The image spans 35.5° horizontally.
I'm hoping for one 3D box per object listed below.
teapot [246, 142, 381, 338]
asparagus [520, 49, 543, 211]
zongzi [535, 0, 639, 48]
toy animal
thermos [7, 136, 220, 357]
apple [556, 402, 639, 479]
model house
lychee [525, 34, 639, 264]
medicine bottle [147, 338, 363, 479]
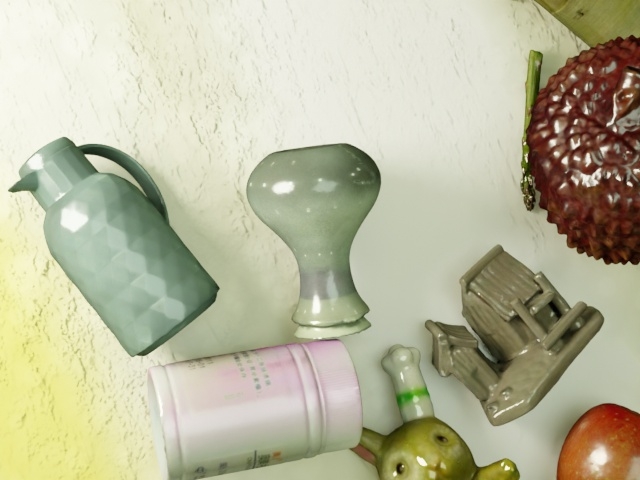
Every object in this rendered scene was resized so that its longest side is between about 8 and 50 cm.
[{"bbox_3d":[0.000,0.000,1.333,0.183,0.183,0.251,-9,97,-16],"label":"teapot"},{"bbox_3d":[0.317,-0.167,1.507,0.024,0.025,0.249,17,76,-56],"label":"asparagus"},{"bbox_3d":[0.541,-0.404,1.521,0.447,0.181,0.418,39,75,-10],"label":"zongzi"},{"bbox_3d":[0.154,0.327,1.326,0.181,0.180,0.363,-30,90,-11],"label":"toy animal"},{"bbox_3d":[-0.256,-0.008,1.277,0.286,0.145,0.182,54,44,-3],"label":"thermos"},{"bbox_3d":[0.425,0.323,1.407,0.181,0.181,0.168,23,100,-12],"label":"apple"},{"bbox_3d":[0.257,0.122,1.407,0.229,0.122,0.188,-44,95,-14],"label":"model house"},{"bbox_3d":[0.435,-0.124,1.388,0.306,0.330,0.306,-9,60,17],"label":"lychee"},{"bbox_3d":[-0.086,0.216,1.286,0.254,0.152,0.152,-7,86,-16],"label":"medicine bottle"}]
